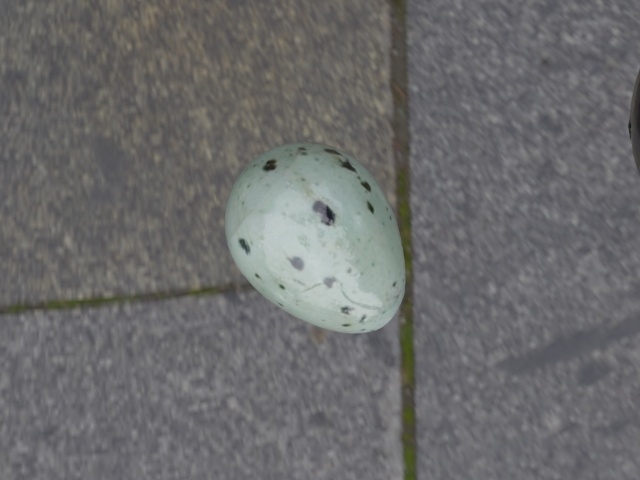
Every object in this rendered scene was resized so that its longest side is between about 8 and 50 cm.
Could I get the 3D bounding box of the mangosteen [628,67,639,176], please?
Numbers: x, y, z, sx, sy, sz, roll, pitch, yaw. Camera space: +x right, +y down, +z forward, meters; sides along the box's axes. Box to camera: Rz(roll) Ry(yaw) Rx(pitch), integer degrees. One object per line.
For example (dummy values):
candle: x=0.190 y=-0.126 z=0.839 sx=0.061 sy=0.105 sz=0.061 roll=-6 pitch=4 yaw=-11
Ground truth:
mangosteen: x=0.442 y=-0.107 z=1.456 sx=0.306 sy=0.306 sz=0.359 roll=37 pitch=138 yaw=-21

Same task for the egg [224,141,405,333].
egg: x=0.000 y=0.000 z=1.307 sx=0.131 sy=0.131 sz=0.164 roll=-36 pitch=102 yaw=6
